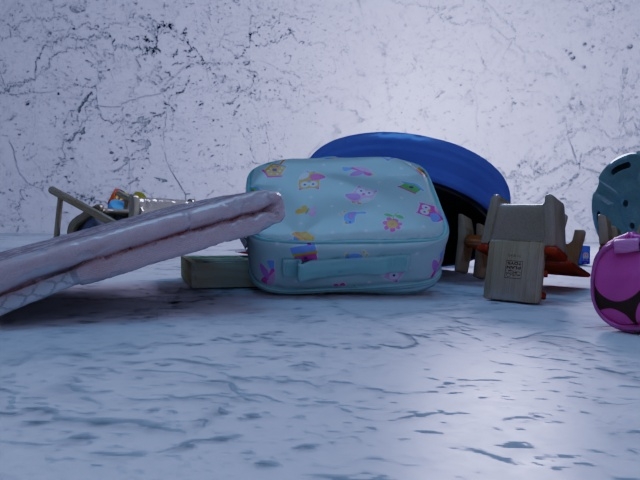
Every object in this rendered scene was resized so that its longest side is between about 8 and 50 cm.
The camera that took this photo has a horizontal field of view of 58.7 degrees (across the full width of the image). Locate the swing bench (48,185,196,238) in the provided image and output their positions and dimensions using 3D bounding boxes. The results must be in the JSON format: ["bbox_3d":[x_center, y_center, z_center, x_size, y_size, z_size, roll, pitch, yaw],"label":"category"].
[{"bbox_3d":[-0.477,-0.037,1.386,0.255,0.165,0.253,7,4,20],"label":"swing bench"}]

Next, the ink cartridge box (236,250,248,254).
[{"bbox_3d":[0.000,0.000,0.947,0.232,0.066,0.189,5,0,-29],"label":"ink cartridge box"}]

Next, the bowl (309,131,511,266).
[{"bbox_3d":[0.150,-0.055,1.061,0.391,0.077,0.391,11,-24,5],"label":"bowl"}]

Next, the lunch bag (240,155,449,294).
[{"bbox_3d":[0.026,-0.020,0.789,0.279,0.107,0.224,-2,40,-4],"label":"lunch bag"}]

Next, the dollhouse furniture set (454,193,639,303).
[{"bbox_3d":[0.312,0.029,0.801,0.262,0.135,0.259,3,-9,37],"label":"dollhouse furniture set"}]

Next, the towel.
[{"bbox_3d":[-0.243,0.006,0.670,0.317,0.053,0.332,-19,10,-27],"label":"towel"}]

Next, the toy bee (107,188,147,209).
[{"bbox_3d":[-0.582,-0.034,1.703,0.162,0.298,0.195,29,-47,-23],"label":"toy bee"}]

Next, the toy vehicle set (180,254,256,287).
[{"bbox_3d":[-0.077,0.045,0.892,0.267,0.035,0.166,0,2,-20],"label":"toy vehicle set"}]

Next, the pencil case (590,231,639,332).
[{"bbox_3d":[0.354,0.033,0.564,0.209,0.098,0.095,-2,3,-37],"label":"pencil case"}]

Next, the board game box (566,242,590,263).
[{"bbox_3d":[0.530,0.030,1.406,0.210,0.047,0.160,0,2,5],"label":"board game box"}]

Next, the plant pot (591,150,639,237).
[{"bbox_3d":[0.821,-0.081,1.249,0.334,0.341,0.341,-9,5,-16],"label":"plant pot"}]
